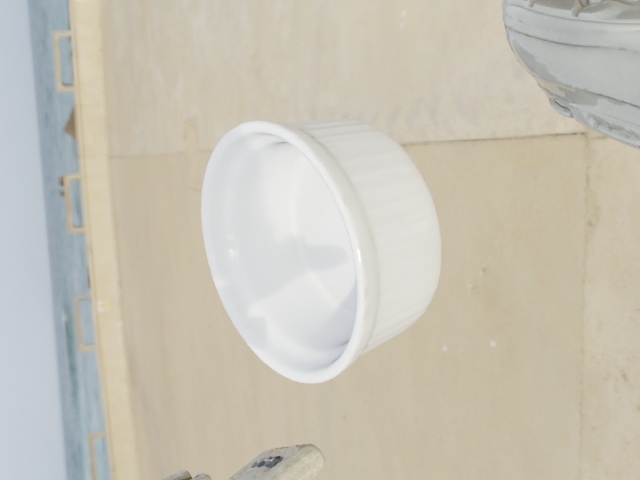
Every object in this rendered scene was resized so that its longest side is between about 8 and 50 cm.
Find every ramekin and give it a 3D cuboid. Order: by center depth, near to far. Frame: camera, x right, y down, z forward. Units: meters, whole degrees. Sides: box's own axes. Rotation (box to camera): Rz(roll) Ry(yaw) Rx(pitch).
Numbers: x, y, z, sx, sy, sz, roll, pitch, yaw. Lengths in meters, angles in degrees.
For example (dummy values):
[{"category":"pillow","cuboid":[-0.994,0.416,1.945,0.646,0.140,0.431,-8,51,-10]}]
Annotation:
[{"category":"ramekin","cuboid":[0.000,0.000,0.840,0.277,0.135,0.277,24,122,45]}]

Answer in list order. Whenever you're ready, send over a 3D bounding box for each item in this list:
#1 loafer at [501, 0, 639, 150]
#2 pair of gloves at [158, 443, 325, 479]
[{"category":"loafer","cuboid":[0.230,-0.085,0.436,0.111,0.112,0.319,57,174,-38]},{"category":"pair of gloves","cuboid":[-0.126,0.208,0.514,0.240,0.204,0.042,-27,88,45]}]
